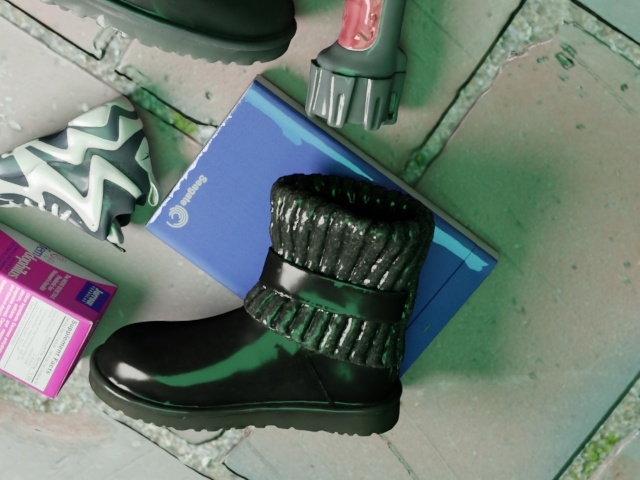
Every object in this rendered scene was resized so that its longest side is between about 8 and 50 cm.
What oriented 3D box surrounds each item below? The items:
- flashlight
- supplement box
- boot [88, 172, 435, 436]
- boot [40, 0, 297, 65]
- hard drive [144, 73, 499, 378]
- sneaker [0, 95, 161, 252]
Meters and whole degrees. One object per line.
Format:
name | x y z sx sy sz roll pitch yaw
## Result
flashlight | 0.041 -0.263 1.865 0.103 0.103 0.304 24 117 29
supplement box | -0.350 0.060 2.048 0.220 0.111 0.114 29 112 -3
boot | -0.064 0.057 1.939 0.348 0.131 0.260 3 119 -3
boot | -0.123 -0.408 1.751 0.367 0.146 0.445 15 121 -17
hard drive | 0.000 0.000 2.003 0.318 0.040 0.210 36 113 -5
sneaker | -0.274 -0.039 2.005 0.235 0.094 0.153 -26 96 8
